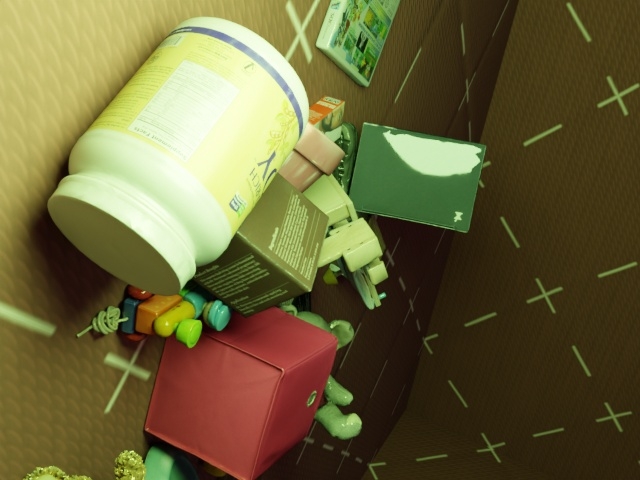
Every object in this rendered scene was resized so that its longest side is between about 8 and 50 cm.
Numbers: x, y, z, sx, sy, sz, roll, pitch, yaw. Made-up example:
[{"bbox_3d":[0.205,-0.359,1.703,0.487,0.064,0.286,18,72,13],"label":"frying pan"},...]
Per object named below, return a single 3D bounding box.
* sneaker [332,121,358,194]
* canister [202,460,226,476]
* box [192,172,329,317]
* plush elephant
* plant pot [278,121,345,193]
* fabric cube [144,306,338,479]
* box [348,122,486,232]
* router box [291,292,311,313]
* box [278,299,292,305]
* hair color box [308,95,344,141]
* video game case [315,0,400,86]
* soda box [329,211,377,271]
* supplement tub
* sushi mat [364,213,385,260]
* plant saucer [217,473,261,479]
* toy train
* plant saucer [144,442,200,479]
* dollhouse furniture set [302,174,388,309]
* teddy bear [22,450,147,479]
[{"bbox_3d":[0.040,-0.154,1.896,0.106,0.101,0.267,-29,138,-65],"label":"sneaker"},{"bbox_3d":[-0.218,0.463,1.896,0.126,0.073,0.170,-30,139,-61],"label":"canister"},{"bbox_3d":[-0.121,-0.008,1.316,0.203,0.168,0.167,41,45,-28],"label":"box"},{"bbox_3d":[-0.036,0.290,1.886,0.271,0.330,0.256,10,110,-26],"label":"plush elephant"},{"bbox_3d":[-0.087,-0.147,1.444,0.180,0.201,0.201,-52,161,2],"label":"plant pot"},{"bbox_3d":[-0.153,0.283,1.590,0.258,0.259,0.254,-17,127,-66],"label":"fabric cube"},{"bbox_3d":[0.246,-0.163,2.006,0.395,0.293,0.212,-37,138,-79],"label":"box"},{"bbox_3d":[-0.074,0.193,2.039,0.133,0.046,0.179,-53,156,-37],"label":"router box"},{"bbox_3d":[-0.137,0.073,1.638,0.094,0.113,0.275,-68,160,3],"label":"box"},{"bbox_3d":[-0.009,-0.243,1.736,0.167,0.053,0.093,-48,151,-49],"label":"hair color box"},{"bbox_3d":[0.103,-0.524,1.767,0.300,0.036,0.329,-70,162,3],"label":"video game case"},{"bbox_3d":[0.098,-0.007,2.258,0.074,0.069,0.216,-4,113,-70],"label":"soda box"},{"bbox_3d":[-0.189,-0.115,1.091,0.331,0.241,0.241,-59,159,-26],"label":"supplement tub"},{"bbox_3d":[0.135,0.035,2.267,0.151,0.019,0.316,-65,163,-13],"label":"sushi mat"},{"bbox_3d":[-0.201,0.614,2.158,0.278,0.041,0.278,-54,158,-35],"label":"plant saucer"},{"bbox_3d":[-0.262,0.137,1.308,0.248,0.143,0.105,-37,144,-57],"label":"toy train"},{"bbox_3d":[-0.280,0.562,1.595,0.317,0.043,0.318,-14,90,-86],"label":"plant saucer"},{"bbox_3d":[0.008,0.063,1.613,0.198,0.286,0.303,-26,131,-4],"label":"dollhouse furniture set"},{"bbox_3d":[-0.385,0.471,1.323,0.338,0.113,0.245,8,90,-48],"label":"teddy bear"}]
